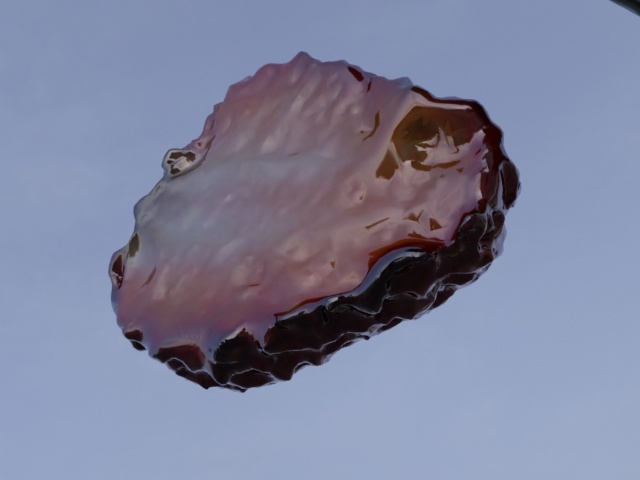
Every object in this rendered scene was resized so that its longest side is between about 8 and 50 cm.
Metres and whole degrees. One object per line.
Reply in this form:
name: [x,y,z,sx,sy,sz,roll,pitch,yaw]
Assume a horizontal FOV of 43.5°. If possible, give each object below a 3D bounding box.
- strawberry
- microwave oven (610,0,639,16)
strawberry: [0.000,0.000,0.601,0.336,0.265,0.149,-4,-33,40]
microwave oven: [0.243,-0.304,0.481,0.355,0.286,0.218,30,-22,2]
